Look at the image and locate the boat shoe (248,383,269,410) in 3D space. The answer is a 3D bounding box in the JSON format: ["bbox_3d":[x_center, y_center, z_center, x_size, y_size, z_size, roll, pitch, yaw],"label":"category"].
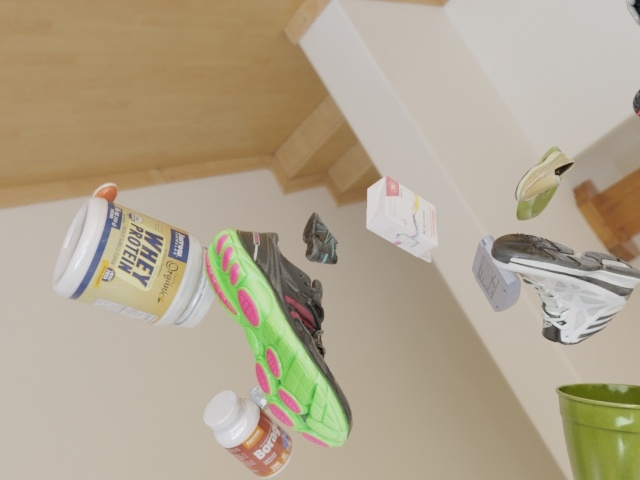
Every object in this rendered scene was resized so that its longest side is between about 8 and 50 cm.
[{"bbox_3d":[-0.112,0.393,1.869,0.227,0.081,0.079,-32,155,-40],"label":"boat shoe"}]

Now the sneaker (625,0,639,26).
[{"bbox_3d":[0.743,-0.582,1.512,0.115,0.232,0.090,1,156,-45],"label":"sneaker"}]

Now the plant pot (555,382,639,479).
[{"bbox_3d":[0.841,0.598,1.798,0.366,0.353,0.366,1,177,0],"label":"plant pot"}]

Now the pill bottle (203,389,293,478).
[{"bbox_3d":[-0.167,0.443,1.505,0.121,0.216,0.121,-27,-148,19],"label":"pill bottle"}]

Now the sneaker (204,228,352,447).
[{"bbox_3d":[-0.049,0.169,1.294,0.202,0.483,0.185,-15,159,-38],"label":"sneaker"}]

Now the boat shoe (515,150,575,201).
[{"bbox_3d":[0.567,-0.157,1.640,0.190,0.072,0.068,-42,138,-18],"label":"boat shoe"}]

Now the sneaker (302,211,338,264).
[{"bbox_3d":[0.000,0.000,2.305,0.106,0.267,0.101,19,123,-17],"label":"sneaker"}]

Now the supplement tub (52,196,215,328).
[{"bbox_3d":[-0.404,0.060,1.461,0.316,0.229,0.228,23,136,-29],"label":"supplement tub"}]

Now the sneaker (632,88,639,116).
[{"bbox_3d":[0.844,-0.395,1.509,0.262,0.104,0.125,-38,180,40],"label":"sneaker"}]

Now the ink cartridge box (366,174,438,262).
[{"bbox_3d":[0.195,-0.044,1.444,0.198,0.115,0.067,28,138,-30],"label":"ink cartridge box"}]

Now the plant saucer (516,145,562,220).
[{"bbox_3d":[0.656,-0.159,1.925,0.241,0.037,0.241,-38,146,-33],"label":"plant saucer"}]

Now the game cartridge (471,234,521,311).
[{"bbox_3d":[0.565,0.121,2.104,0.060,0.196,0.294,-22,157,-2],"label":"game cartridge"}]

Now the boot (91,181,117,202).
[{"bbox_3d":[-0.551,-0.073,1.662,0.059,0.085,0.158,5,132,-46],"label":"boot"}]

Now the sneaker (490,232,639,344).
[{"bbox_3d":[0.596,0.146,1.663,0.447,0.169,0.258,12,110,-21],"label":"sneaker"}]
